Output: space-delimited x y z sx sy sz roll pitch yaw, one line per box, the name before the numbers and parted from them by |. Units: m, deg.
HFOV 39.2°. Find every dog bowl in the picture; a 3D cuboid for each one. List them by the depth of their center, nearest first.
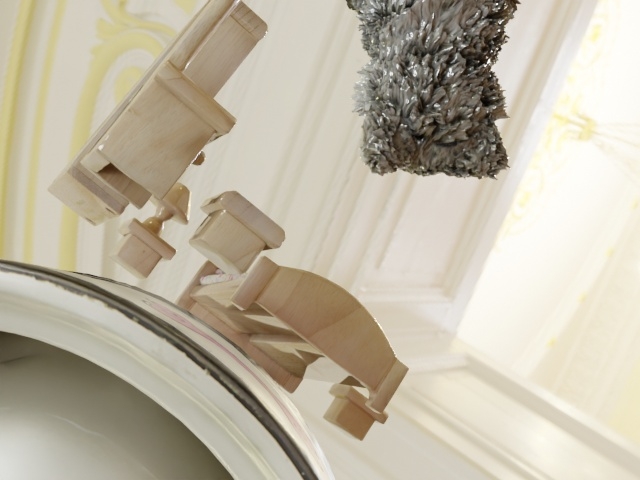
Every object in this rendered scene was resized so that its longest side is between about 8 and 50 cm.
dog bowl | -0.161 0.200 0.488 0.150 0.408 0.408 -36 -30 -80

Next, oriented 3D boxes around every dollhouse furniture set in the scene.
dollhouse furniture set | 0.000 0.000 0.679 0.355 0.303 0.174 39 -107 -15

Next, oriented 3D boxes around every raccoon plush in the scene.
raccoon plush | 0.103 -0.265 0.918 0.446 0.216 0.299 69 -161 -54
